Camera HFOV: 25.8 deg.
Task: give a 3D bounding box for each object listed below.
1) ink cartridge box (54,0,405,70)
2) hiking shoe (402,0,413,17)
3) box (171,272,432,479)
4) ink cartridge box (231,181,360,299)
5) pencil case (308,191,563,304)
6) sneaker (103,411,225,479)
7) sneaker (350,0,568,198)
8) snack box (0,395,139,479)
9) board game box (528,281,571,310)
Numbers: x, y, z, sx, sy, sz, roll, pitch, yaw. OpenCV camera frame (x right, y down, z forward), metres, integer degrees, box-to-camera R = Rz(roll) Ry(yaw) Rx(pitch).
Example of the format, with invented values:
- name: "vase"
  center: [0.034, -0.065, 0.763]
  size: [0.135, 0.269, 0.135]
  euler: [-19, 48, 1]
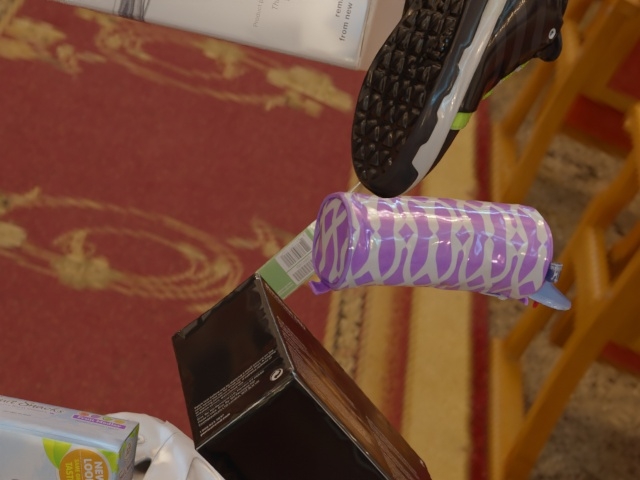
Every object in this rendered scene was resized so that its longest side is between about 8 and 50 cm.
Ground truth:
- name: "ink cartridge box"
  center: [-0.082, -0.212, 1.038]
  size: [0.283, 0.117, 0.207]
  euler: [14, 9, 7]
- name: "hiking shoe"
  center: [0.085, -0.275, 1.539]
  size: [0.086, 0.114, 0.227]
  euler: [17, 47, -43]
- name: "box"
  center: [0.002, 0.178, 1.152]
  size: [0.261, 0.103, 0.184]
  euler: [50, 8, -25]
- name: "ink cartridge box"
  center: [0.000, 0.000, 1.800]
  size: [0.056, 0.171, 0.235]
  euler: [50, 36, 1]
- name: "pencil case"
  center: [0.095, 0.007, 1.185]
  size: [0.206, 0.088, 0.086]
  euler: [6, 26, -21]
- name: "sneaker"
  center: [-0.161, 0.288, 1.304]
  size: [0.210, 0.137, 0.366]
  euler: [32, 19, 2]
- name: "sneaker"
  center: [0.105, -0.119, 0.824]
  size: [0.097, 0.234, 0.084]
  euler: [31, -8, -29]
- name: "snack box"
  center: [-0.237, 0.224, 1.050]
  size: [0.175, 0.207, 0.070]
  euler: [11, 15, 4]
- name: "board game box"
  center: [0.249, 0.051, 1.827]
  size: [0.133, 0.033, 0.168]
  euler: [17, 24, -41]
